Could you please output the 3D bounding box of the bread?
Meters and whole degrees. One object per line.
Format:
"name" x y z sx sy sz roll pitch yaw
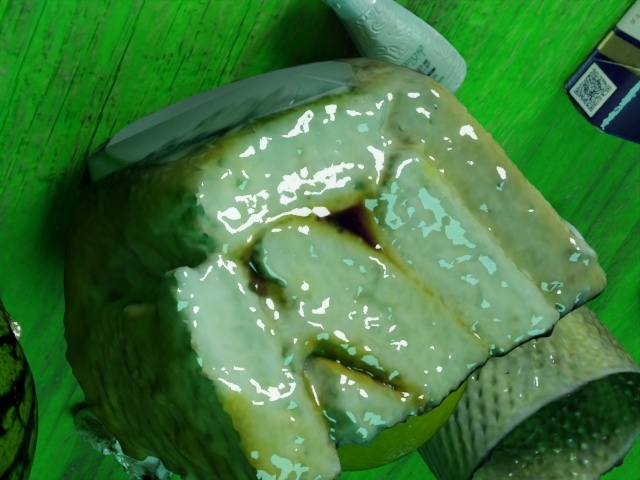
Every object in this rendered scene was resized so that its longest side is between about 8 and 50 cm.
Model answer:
"bread" 0.005 -0.008 1.160 0.395 0.264 0.239 -29 -168 -27

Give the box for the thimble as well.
"thimble" 0.226 0.187 1.710 0.270 0.150 0.271 -24 145 -18

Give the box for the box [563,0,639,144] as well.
"box" 0.358 -0.198 1.410 0.168 0.071 0.259 10 126 -48

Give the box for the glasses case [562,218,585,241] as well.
"glasses case" 0.189 0.055 1.578 0.197 0.076 0.049 -41 145 9

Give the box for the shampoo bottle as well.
"shampoo bottle" 0.054 -0.161 1.216 0.069 0.041 0.190 -35 147 10

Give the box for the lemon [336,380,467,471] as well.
"lemon" 0.045 0.121 1.441 0.248 0.184 0.184 -17 143 -24

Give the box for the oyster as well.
"oyster" -0.164 0.189 1.474 0.106 0.061 0.200 -46 153 -17

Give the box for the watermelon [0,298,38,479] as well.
"watermelon" -0.325 0.115 1.006 0.285 0.285 0.285 -23 145 -17
